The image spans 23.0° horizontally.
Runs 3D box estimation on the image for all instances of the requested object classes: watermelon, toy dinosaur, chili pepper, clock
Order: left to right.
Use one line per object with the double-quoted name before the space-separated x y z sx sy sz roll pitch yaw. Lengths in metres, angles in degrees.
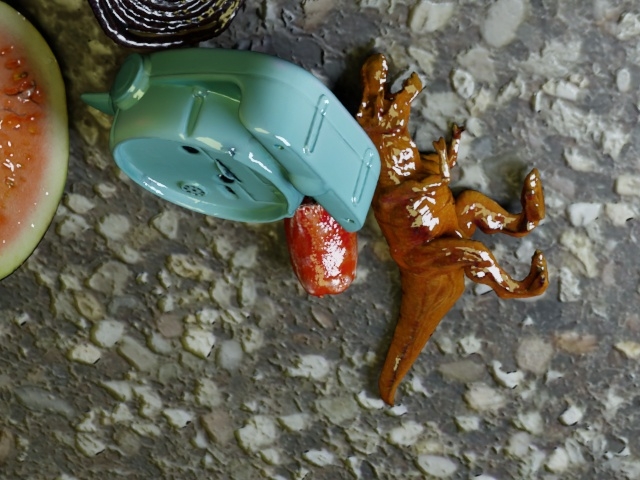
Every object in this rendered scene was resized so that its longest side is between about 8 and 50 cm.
"watermelon" -0.348 -0.113 1.548 0.128 0.159 0.304 7 105 39
"clock" -0.095 -0.092 1.491 0.274 0.094 0.223 3 156 31
"chili pepper" 0.000 0.000 1.612 0.070 0.073 0.123 5 120 22
"toy dinosaur" 0.134 0.015 1.593 0.208 0.097 0.432 2 120 18

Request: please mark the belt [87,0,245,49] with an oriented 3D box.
"belt" -0.137 -0.323 1.380 0.184 0.164 0.289 1 125 -26
